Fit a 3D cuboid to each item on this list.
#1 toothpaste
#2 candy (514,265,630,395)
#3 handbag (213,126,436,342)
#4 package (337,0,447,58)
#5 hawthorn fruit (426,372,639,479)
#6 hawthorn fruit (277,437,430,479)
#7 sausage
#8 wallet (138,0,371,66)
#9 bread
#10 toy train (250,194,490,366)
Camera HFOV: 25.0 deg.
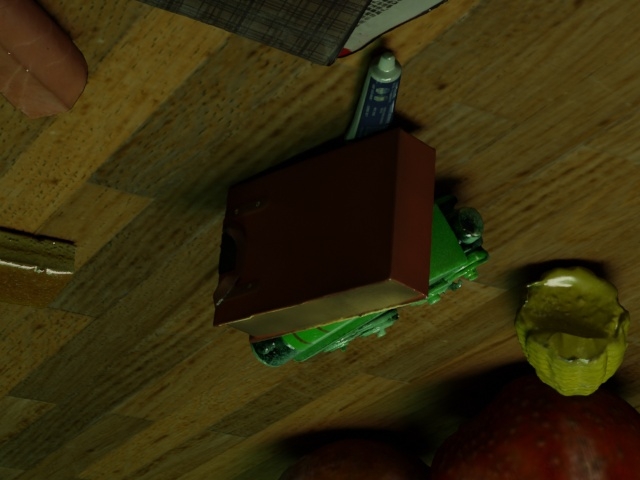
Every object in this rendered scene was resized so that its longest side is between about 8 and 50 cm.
[{"bbox_3d":[0.041,-0.101,1.053,0.037,0.021,0.140,1,158,-4],"label":"toothpaste"},{"bbox_3d":[0.242,0.099,1.390,0.106,0.094,0.199,29,166,19],"label":"candy"},{"bbox_3d":[0.000,0.000,1.120,0.190,0.127,0.062,-17,148,39],"label":"handbag"},{"bbox_3d":[0.034,-0.180,0.879,0.239,0.030,0.154,-24,139,39],"label":"package"},{"bbox_3d":[0.269,0.314,1.557,0.287,0.330,0.287,-29,152,-17],"label":"hawthorn fruit"},{"bbox_3d":[0.069,0.355,1.741,0.262,0.235,0.231,2,144,-21],"label":"hawthorn fruit"},{"bbox_3d":[-0.215,-0.140,0.918,0.065,0.065,0.169,-11,153,19],"label":"sausage"},{"bbox_3d":[-0.078,-0.175,0.839,0.230,0.042,0.124,20,149,-12],"label":"wallet"},{"bbox_3d":[-0.273,0.026,1.277,0.094,0.035,0.090,13,151,-27],"label":"bread"},{"bbox_3d":[0.035,0.041,1.226,0.119,0.085,0.251,-23,171,-46],"label":"toy train"}]
